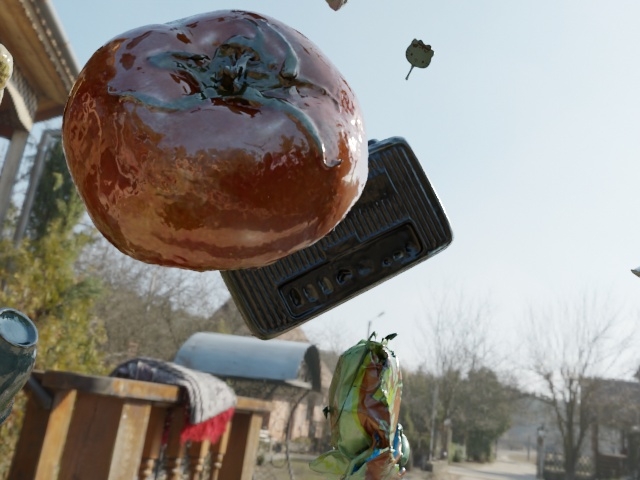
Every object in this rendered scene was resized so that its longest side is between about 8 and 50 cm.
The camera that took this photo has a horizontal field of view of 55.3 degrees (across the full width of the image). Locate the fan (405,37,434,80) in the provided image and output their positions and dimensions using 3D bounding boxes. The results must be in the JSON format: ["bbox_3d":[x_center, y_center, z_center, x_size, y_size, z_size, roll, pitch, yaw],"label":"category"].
[{"bbox_3d":[0.182,-0.342,1.165,0.055,0.083,0.004,26,-2,-15],"label":"fan"}]

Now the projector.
[{"bbox_3d":[0.000,0.000,1.167,0.394,0.242,0.405,-25,-2,-8],"label":"projector"}]

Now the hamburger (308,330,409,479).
[{"bbox_3d":[0.063,0.284,1.017,0.150,0.261,0.276,-3,-10,14],"label":"hamburger"}]

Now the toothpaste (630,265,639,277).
[{"bbox_3d":[0.434,0.039,0.707,0.114,0.073,0.299,25,18,28],"label":"toothpaste"}]

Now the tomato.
[{"bbox_3d":[-0.076,-0.094,0.450,0.236,0.237,0.095,7,-39,1],"label":"tomato"}]

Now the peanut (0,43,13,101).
[{"bbox_3d":[-0.362,-0.171,0.654,0.053,0.054,0.113,16,-35,-30],"label":"peanut"}]

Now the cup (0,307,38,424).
[{"bbox_3d":[-0.531,0.182,0.971,0.150,0.199,0.199,-39,-31,11],"label":"cup"}]

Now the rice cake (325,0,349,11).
[{"bbox_3d":[0.068,-0.557,1.091,0.056,0.365,0.073,16,-26,-2],"label":"rice cake"}]
